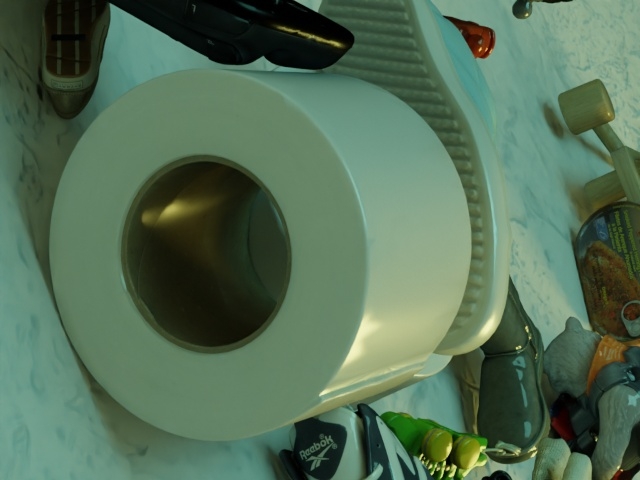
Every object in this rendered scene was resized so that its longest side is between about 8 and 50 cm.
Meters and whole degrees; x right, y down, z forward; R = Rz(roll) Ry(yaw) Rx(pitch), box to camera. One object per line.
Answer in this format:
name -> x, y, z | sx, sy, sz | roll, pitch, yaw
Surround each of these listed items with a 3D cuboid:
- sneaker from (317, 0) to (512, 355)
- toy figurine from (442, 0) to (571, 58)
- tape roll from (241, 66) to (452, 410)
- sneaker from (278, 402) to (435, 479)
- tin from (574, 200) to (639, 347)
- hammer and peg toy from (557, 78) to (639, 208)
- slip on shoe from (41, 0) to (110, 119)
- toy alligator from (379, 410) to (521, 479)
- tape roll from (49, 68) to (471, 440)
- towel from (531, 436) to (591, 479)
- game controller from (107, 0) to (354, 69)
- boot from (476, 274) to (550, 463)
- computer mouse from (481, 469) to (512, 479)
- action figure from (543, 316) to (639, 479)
sneaker -> 0.106, -0.062, 1.386 | 0.150, 0.135, 0.366 | 26, 45, -45
toy figurine -> 0.156, -0.314, 1.846 | 0.148, 0.209, 0.213 | 0, 68, -49
tape roll -> 0.000, 0.000, 1.402 | 0.286, 0.100, 0.286 | 42, 33, -35
sneaker -> 0.019, 0.200, 1.260 | 0.153, 0.094, 0.235 | 53, 28, -15
tin -> 0.362, 0.041, 1.999 | 0.040, 0.106, 0.189 | 35, 39, -44
hammer and peg toy -> 0.443, -0.037, 2.169 | 0.266, 0.127, 0.361 | 13, 55, -62
slip on shoe -> -0.184, -0.144, 1.275 | 0.135, 0.051, 0.041 | -97, -172, -49
toy alligator -> 0.109, 0.188, 1.473 | 0.190, 0.056, 0.051 | 20, 89, -46
tape roll -> -0.039, 0.004, 1.166 | 0.169, 0.246, 0.246 | -9, 74, -63
towel -> 0.205, 0.359, 1.364 | 0.324, 0.056, 0.312 | -64, 144, -61
game controller -> -0.124, -0.204, 1.219 | 0.319, 0.067, 0.166 | 32, 23, 32
boot -> 0.152, 0.076, 1.568 | 0.189, 0.076, 0.208 | -87, 161, -47
computer mouse -> 0.216, 0.288, 1.585 | 0.193, 0.042, 0.106 | 32, 39, -45
action figure -> 0.377, 0.188, 1.780 | 0.330, 0.178, 0.341 | 33, 24, 3
